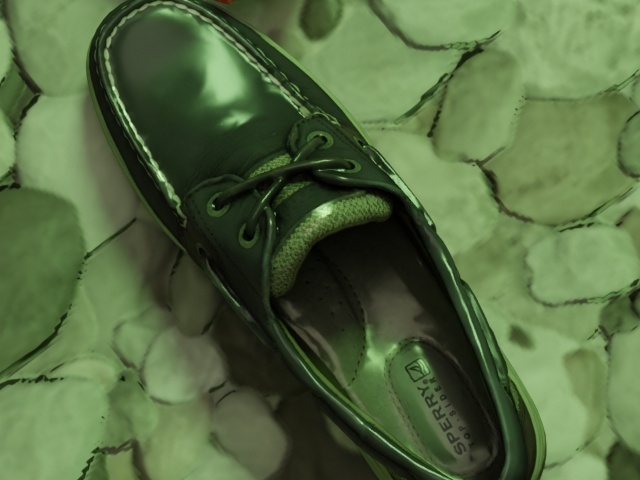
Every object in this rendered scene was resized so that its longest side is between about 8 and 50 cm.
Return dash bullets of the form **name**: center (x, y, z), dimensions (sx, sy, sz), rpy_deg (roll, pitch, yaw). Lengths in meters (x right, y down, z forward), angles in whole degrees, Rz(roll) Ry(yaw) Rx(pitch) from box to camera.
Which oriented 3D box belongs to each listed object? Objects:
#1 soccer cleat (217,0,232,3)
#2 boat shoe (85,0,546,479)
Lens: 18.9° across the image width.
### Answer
- **soccer cleat**: center (-0.086, -0.181, 0.880), dimensions (0.196, 0.068, 0.076), rpy_deg (35, 55, 8)
- **boat shoe**: center (0.000, 0.000, 0.829), dimensions (0.103, 0.092, 0.285), rpy_deg (-34, 82, -8)
